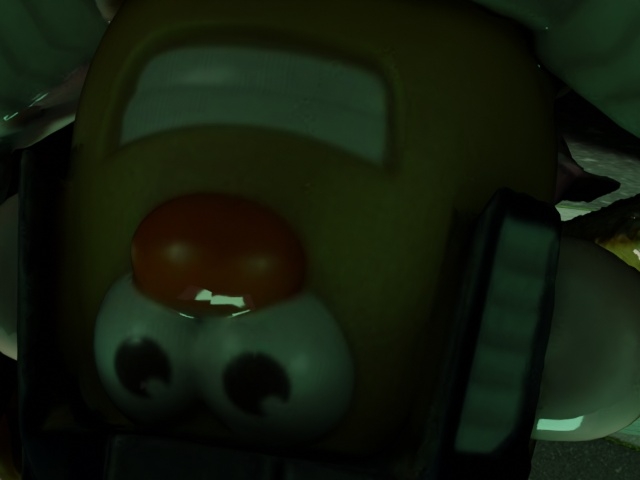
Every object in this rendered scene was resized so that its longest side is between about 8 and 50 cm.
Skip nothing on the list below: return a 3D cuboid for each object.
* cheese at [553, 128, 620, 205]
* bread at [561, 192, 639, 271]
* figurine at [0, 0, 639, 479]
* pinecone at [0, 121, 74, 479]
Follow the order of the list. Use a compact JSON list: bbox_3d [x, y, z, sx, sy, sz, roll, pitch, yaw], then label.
[{"bbox_3d":[0.016,-0.056,0.855,0.286,0.074,0.189,13,170,-5],"label":"cheese"},{"bbox_3d":[0.208,0.019,0.849,0.184,0.110,0.234,-18,179,-15],"label":"bread"},{"bbox_3d":[0.002,-0.030,0.410,0.308,0.308,0.143,0,172,42],"label":"figurine"},{"bbox_3d":[-0.108,-0.026,0.657,0.264,0.264,0.264,9,171,1],"label":"pinecone"}]
